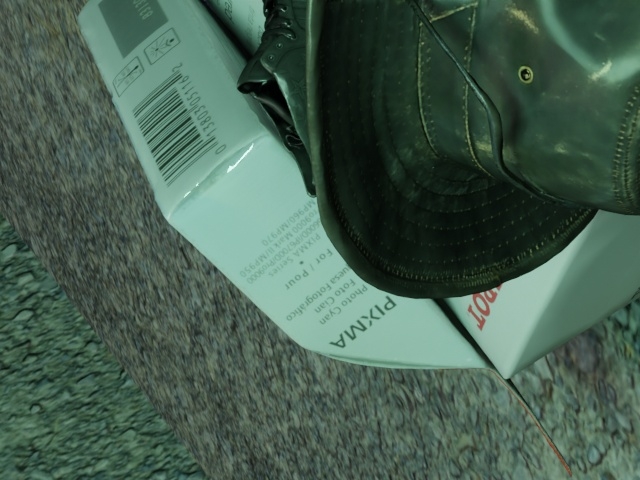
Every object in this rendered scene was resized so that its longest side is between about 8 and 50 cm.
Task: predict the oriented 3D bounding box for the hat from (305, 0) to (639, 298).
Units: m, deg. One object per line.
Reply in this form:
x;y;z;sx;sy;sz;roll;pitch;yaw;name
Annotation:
0.132;-0.112;0.807;0.134;0.331;0.331;24;141;39;hat

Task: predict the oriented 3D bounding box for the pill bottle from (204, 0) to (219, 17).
-0.043;-0.191;1.460;0.219;0.123;0.123;27;145;35;pill bottle

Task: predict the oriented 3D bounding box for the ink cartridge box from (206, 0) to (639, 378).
0.086;-0.148;1.168;0.395;0.166;0.285;52;160;18;ink cartridge box

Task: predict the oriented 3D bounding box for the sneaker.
-0.016;-0.115;1.078;0.170;0.089;0.051;56;160;7;sneaker

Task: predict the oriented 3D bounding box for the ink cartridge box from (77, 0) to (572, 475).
0.000;0.000;1.316;0.385;0.091;0.308;48;-174;-34;ink cartridge box
